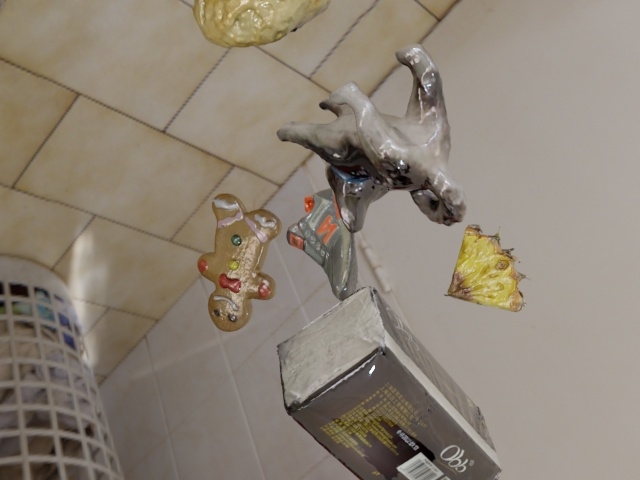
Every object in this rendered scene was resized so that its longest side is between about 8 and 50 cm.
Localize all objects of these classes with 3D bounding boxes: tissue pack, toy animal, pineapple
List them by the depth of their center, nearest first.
[{"bbox_3d":[0.223,0.048,1.008,0.116,0.137,0.069,-30,163,13],"label":"pineapple"},{"bbox_3d":[0.121,0.284,1.192,0.210,0.198,0.370,-36,116,8],"label":"tissue pack"},{"bbox_3d":[0.103,-0.140,1.300,0.194,0.303,0.344,-34,-172,-25],"label":"toy animal"}]

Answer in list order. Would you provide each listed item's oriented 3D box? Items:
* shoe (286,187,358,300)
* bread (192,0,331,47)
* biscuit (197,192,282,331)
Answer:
[{"bbox_3d":[0.000,0.000,1.772,0.171,0.336,0.132,-5,141,4],"label":"shoe"},{"bbox_3d":[-0.095,-0.407,1.166,0.244,0.244,0.134,-18,120,-9],"label":"bread"},{"bbox_3d":[-0.261,0.089,2.231,0.064,0.283,0.432,-19,128,-62],"label":"biscuit"}]
